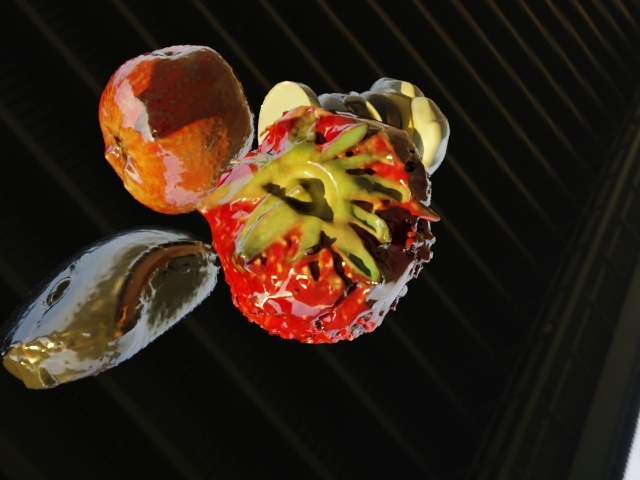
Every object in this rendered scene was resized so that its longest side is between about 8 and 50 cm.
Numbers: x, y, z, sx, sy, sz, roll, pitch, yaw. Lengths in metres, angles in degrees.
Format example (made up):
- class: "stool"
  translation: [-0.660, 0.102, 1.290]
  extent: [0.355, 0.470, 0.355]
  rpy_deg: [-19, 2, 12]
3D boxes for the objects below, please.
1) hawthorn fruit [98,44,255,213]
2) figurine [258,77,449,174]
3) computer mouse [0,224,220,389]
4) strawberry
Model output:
- class: "hawthorn fruit"
  translation: [-0.238, -0.203, 1.537]
  extent: [0.275, 0.275, 0.299]
  rpy_deg: [46, -123, -12]
- class: "figurine"
  translation: [0.058, -0.128, 1.123]
  extent: [0.236, 0.133, 0.176]
  rpy_deg: [-4, -138, -38]
- class: "computer mouse"
  translation: [-0.241, 0.058, 1.039]
  extent: [0.323, 0.183, 0.116]
  rpy_deg: [-43, -63, -61]
- class: "strawberry"
  translation: [0.000, 0.000, 0.715]
  extent: [0.184, 0.201, 0.187]
  rpy_deg: [-13, -113, -11]
